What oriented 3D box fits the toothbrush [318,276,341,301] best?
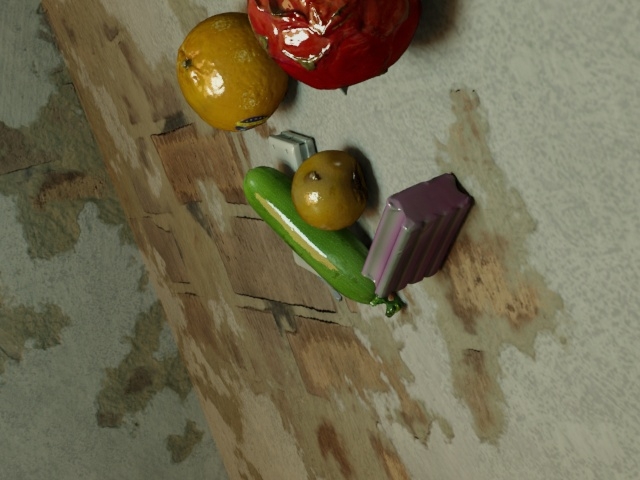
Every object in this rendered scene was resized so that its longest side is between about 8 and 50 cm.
[{"bbox_3d":[-0.005,0.069,1.869,0.167,0.011,0.014,49,156,33],"label":"toothbrush"}]

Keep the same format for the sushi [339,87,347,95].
[{"bbox_3d":[-0.055,-0.454,1.422,0.359,0.064,0.343,54,154,26],"label":"sushi"}]

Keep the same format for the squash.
[{"bbox_3d":[0.000,0.000,1.623,0.379,0.101,0.101,45,152,9],"label":"squash"}]

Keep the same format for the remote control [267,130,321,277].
[{"bbox_3d":[-0.030,-0.070,1.738,0.103,0.056,0.277,26,134,55],"label":"remote control"}]

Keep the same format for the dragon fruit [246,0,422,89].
[{"bbox_3d":[0.017,-0.312,1.184,0.252,0.241,0.240,-154,43,-80],"label":"dragon fruit"}]

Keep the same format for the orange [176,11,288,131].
[{"bbox_3d":[-0.161,-0.305,1.638,0.219,0.193,0.219,173,90,-73],"label":"orange"}]

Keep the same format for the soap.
[{"bbox_3d":[0.141,-0.004,1.361,0.065,0.122,0.203,56,153,25],"label":"soap"}]

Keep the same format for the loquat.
[{"bbox_3d":[0.014,-0.086,1.535,0.141,0.141,0.141,46,149,38],"label":"loquat"}]
